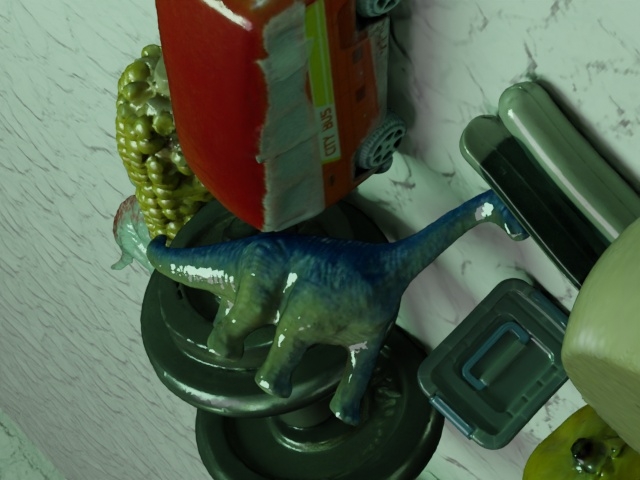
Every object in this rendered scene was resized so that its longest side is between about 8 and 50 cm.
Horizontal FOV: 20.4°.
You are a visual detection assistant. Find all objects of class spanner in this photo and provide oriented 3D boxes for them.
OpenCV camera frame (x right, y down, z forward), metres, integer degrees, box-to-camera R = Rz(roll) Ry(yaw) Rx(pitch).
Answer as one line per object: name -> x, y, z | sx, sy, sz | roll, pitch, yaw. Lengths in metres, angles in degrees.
spanner -> 0.198, 0.048, 0.982 | 0.325, 0.040, 0.095 | 49, 160, 1

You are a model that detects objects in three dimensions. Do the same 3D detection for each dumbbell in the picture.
dumbbell -> -0.018, 0.086, 1.284 | 0.192, 0.192, 0.290 | 32, 155, 36

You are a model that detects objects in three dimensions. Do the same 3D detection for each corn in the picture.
corn -> -0.095, -0.045, 1.340 | 0.097, 0.097, 0.320 | 39, 161, 22

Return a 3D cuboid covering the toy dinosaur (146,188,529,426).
toy dinosaur -> 0.000, 0.000, 1.111 | 0.247, 0.188, 0.075 | 34, -172, 34

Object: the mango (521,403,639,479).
mango -> 0.237, 0.195, 1.046 | 0.262, 0.130, 0.167 | 37, 180, 14

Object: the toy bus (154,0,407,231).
toy bus -> -0.025, -0.106, 1.032 | 0.121, 0.120, 0.265 | 41, 159, 21

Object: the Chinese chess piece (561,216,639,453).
Chinese chess piece -> 0.235, 0.086, 0.800 | 0.273, 0.102, 0.273 | 38, 173, 6

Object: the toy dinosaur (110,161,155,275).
toy dinosaur -> -0.160, -0.009, 1.600 | 0.167, 0.053, 0.242 | 56, 159, -18

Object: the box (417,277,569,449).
box -> 0.116, 0.081, 1.139 | 0.074, 0.099, 0.054 | 44, 175, 9
